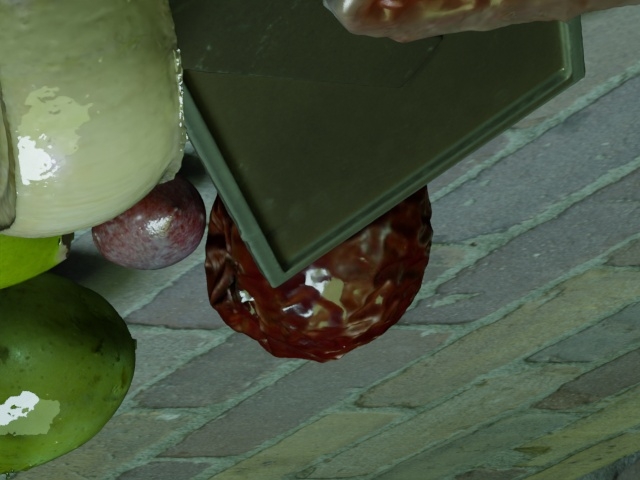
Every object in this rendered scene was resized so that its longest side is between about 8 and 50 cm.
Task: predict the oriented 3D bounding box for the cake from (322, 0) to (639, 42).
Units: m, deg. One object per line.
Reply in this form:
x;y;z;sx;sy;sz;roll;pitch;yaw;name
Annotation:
0.129;-0.264;0.893;0.309;0.230;0.237;-7;161;-13;cake

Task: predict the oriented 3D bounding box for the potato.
-0.340;0.137;1.738;0.304;0.216;0.216;-8;162;16;potato

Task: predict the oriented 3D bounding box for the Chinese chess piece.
-0.178;-0.135;1.005;0.112;0.270;0.270;-21;164;-22;Chinese chess piece

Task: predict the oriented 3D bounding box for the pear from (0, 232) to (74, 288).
-0.301;-0.046;1.324;0.220;0.187;0.187;4;158;-3;pear

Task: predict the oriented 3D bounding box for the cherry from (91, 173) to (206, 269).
-0.176;-0.008;1.617;0.107;0.090;0.225;-15;172;-28;cherry

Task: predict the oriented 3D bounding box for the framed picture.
0.047;-0.143;1.228;0.326;0.028;0.446;-35;155;-6;framed picture

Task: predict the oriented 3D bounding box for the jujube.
0.000;0.000;1.544;0.213;0.213;0.232;-7;162;-14;jujube
